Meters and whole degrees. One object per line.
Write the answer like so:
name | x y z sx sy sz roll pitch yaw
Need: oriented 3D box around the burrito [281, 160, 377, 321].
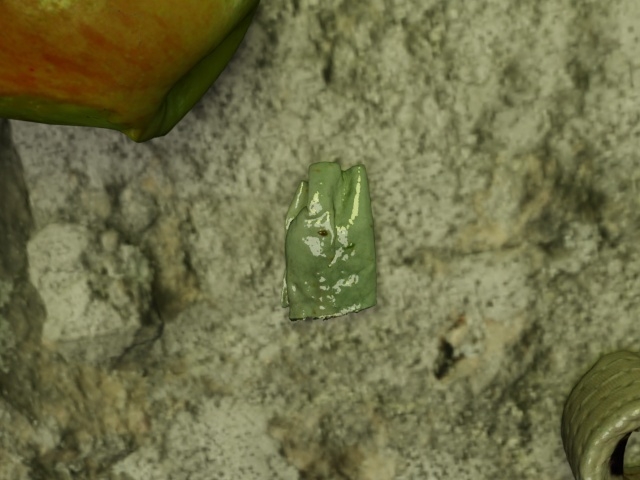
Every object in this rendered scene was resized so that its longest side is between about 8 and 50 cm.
burrito | 0.004 0.000 0.502 0.074 0.044 0.118 0 106 9

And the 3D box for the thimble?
thimble | 0.229 0.147 0.490 0.102 0.090 0.115 19 105 4

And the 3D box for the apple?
apple | -0.152 -0.156 0.382 0.226 0.246 0.246 37 103 -18
